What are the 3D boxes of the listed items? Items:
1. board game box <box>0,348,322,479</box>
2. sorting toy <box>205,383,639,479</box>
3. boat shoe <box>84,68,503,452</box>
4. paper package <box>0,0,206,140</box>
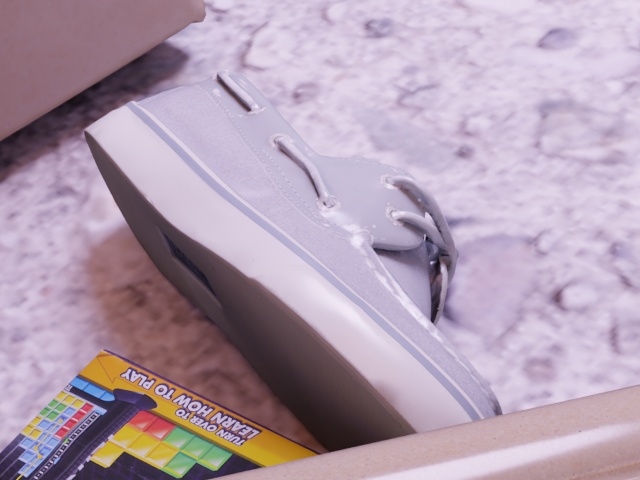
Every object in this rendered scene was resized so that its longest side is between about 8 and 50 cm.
[{"bbox_3d":[-0.041,0.118,0.432,0.170,0.048,0.141,21,51,32],"label":"board game box"},{"bbox_3d":[0.093,0.134,0.360,0.307,0.041,0.229,-10,54,-15],"label":"sorting toy"},{"bbox_3d":[0.000,0.000,0.522,0.081,0.079,0.227,-33,43,-14],"label":"boat shoe"},{"bbox_3d":[-0.241,-0.152,0.577,0.325,0.309,0.168,-35,42,-22],"label":"paper package"}]
